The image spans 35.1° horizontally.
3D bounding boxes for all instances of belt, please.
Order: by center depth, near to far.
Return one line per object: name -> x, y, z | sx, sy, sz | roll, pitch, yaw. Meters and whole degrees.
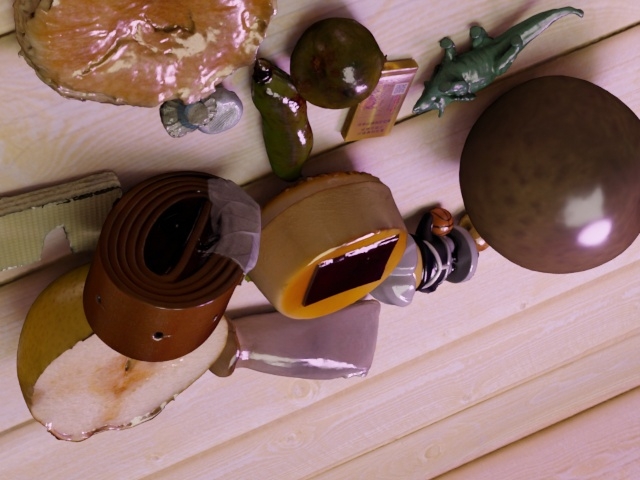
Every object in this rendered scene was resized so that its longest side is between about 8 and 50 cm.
belt -> -0.210, 0.024, 1.469 | 0.217, 0.338, 0.122 | 25, 125, 0

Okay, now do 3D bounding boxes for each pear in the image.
pear -> -0.341, 0.148, 1.667 | 0.340, 0.191, 0.386 | -6, 144, -38

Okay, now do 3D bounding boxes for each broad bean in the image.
broad bean -> -0.053, -0.175, 1.511 | 0.077, 0.061, 0.339 | -10, 149, 2

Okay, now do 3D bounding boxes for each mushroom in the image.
mushroom -> -0.049, 0.210, 2.036 | 0.407, 0.154, 0.137 | -4, -176, -30

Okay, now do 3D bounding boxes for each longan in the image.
longan -> 0.410, -0.114, 1.736 | 0.361, 0.361, 0.361 | -19, 149, -12

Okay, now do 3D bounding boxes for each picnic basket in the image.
picnic basket -> -0.182, -0.177, 1.376 | 0.083, 0.083, 0.065 | -30, 110, -18

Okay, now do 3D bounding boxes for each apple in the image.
apple -> 0.308, -0.018, 2.021 | 0.084, 0.084, 0.071 | -40, 137, 22

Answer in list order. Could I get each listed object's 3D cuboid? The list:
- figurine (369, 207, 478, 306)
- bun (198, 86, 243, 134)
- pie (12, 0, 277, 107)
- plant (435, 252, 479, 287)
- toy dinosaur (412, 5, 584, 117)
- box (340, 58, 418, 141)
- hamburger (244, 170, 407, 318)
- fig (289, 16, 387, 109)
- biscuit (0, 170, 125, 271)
figurine -> 0.181, 0.032, 1.939 | 0.236, 0.133, 0.176 | -12, 110, -35
bun -> -0.149, -0.187, 1.437 | 0.083, 0.045, 0.083 | -21, 153, -12
pie -> -0.197, -0.282, 1.215 | 0.339, 0.083, 0.339 | -18, 147, -12
plant -> 0.251, 0.059, 2.104 | 0.174, 0.087, 0.085 | -17, -176, -22
toy dinosaur -> 0.256, -0.289, 1.563 | 0.292, 0.079, 0.120 | -39, 153, 26
box -> 0.092, -0.220, 1.595 | 0.089, 0.022, 0.156 | -13, 147, -24
hamburger -> 0.000, 0.000, 1.708 | 0.300, 0.176, 0.300 | -24, 154, -12
fig -> 0.050, -0.244, 1.427 | 0.185, 0.126, 0.133 | 3, 126, -35
biscuit -> -0.412, -0.020, 1.494 | 0.250, 0.046, 0.147 | -16, 150, -18
